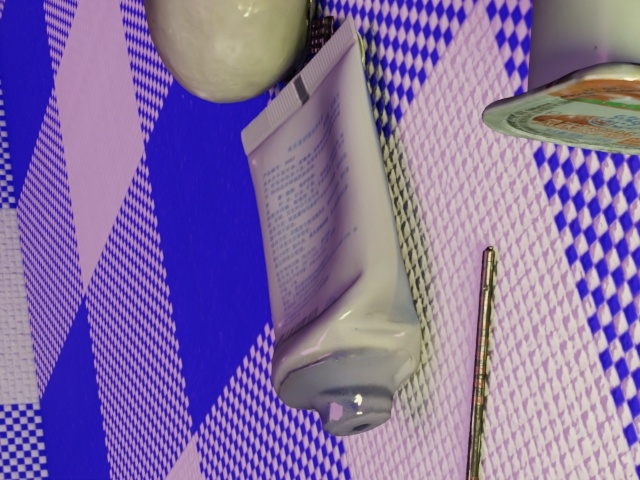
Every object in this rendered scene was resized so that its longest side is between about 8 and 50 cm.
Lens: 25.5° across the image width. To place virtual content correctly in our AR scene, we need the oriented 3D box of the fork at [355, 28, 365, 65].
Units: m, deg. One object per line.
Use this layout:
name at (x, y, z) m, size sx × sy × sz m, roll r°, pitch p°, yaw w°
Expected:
fork at (0.027, -0.117, 1.517) m, size 0.034 × 0.028 × 0.219 m, roll -141°, pitch 54°, yaw -66°

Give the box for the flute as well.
flute at (0.142, 0.138, 1.268) m, size 0.014 × 0.014 × 0.270 m, roll -156°, pitch 67°, yaw -65°

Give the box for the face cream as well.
face cream at (0.000, 0.000, 1.454) m, size 0.235 × 0.137 × 0.420 m, roll -44°, pitch 48°, yaw 45°

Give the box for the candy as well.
candy at (-0.121, -0.297, 1.671) m, size 0.295 × 0.185 × 0.295 m, roll 173°, pitch 90°, yaw -66°

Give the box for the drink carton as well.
drink carton at (0.205, -0.159, 0.902) m, size 0.191 × 0.185 × 0.190 m, roll 166°, pitch 105°, yaw -69°

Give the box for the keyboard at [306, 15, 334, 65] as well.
keyboard at (-0.002, -0.134, 1.577) m, size 0.072 × 0.023 × 0.231 m, roll -157°, pitch 68°, yaw -77°
